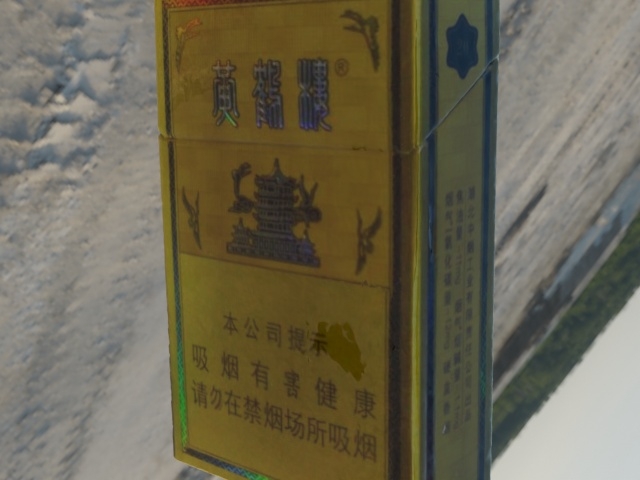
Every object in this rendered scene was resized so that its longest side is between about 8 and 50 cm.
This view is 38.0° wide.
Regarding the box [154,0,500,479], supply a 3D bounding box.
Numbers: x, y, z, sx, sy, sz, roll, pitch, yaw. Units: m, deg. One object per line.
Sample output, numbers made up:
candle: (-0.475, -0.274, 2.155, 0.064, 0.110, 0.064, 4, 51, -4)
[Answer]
box: (0.000, 0.000, 0.538, 0.084, 0.193, 0.301, -14, 107, -49)
